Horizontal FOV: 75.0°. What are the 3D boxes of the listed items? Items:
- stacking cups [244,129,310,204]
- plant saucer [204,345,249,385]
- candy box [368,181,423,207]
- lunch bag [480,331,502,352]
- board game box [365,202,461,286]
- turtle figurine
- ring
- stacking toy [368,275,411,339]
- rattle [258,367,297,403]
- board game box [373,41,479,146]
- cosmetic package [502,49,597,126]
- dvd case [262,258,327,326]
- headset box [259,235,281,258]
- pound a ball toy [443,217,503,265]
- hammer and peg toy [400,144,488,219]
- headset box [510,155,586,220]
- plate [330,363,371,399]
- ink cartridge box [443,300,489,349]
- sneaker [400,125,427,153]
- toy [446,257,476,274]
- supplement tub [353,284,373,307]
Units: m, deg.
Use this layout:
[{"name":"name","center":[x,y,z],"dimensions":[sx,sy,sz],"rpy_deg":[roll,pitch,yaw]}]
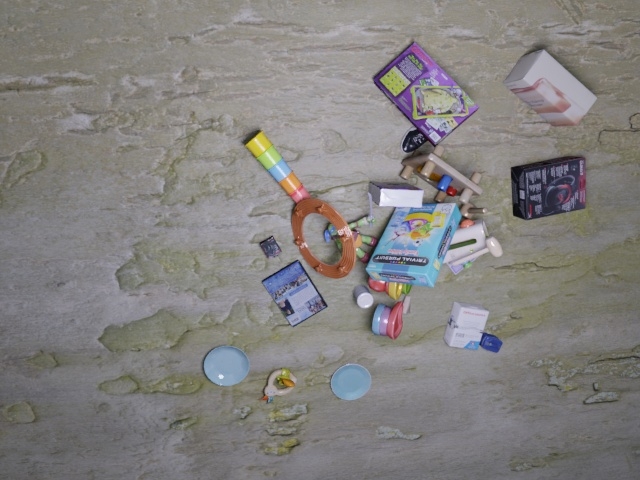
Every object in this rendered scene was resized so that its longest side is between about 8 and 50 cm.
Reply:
[{"name":"stacking cups","center":[-0.151,-0.274,1.609],"dimensions":[0.096,0.096,0.316],"rpy_deg":[-41,107,5]},{"name":"plant saucer","center":[-0.406,0.539,1.819],"dimensions":[0.194,0.037,0.195],"rpy_deg":[-1,105,-5]},{"name":"candy box","center":[0.289,-0.180,1.626],"dimensions":[0.164,0.196,0.070],"rpy_deg":[1,105,-6]},{"name":"lunch bag","center":[0.788,0.475,1.923],"dimensions":[0.098,0.065,0.067],"rpy_deg":[17,102,-10]},{"name":"board game box","center":[0.353,0.006,1.574],"dimensions":[0.079,0.253,0.336],"rpy_deg":[52,55,-35]},{"name":"turtle figurine","center":[0.173,0.008,1.646],"dimensions":[0.266,0.198,0.274],"rpy_deg":[33,134,-28]},{"name":"ring","center":[0.000,0.000,1.597],"dimensions":[0.032,0.336,0.337],"rpy_deg":[-30,110,-36]},{"name":"stacking toy","center":[0.287,0.232,1.742],"dimensions":[0.130,0.279,0.309],"rpy_deg":[10,110,25]},{"name":"rattle","center":[-0.189,0.673,1.830],"dimensions":[0.199,0.143,0.130],"rpy_deg":[-42,124,-1]},{"name":"board game box","center":[0.387,-0.542,1.549],"dimensions":[0.208,0.056,0.347],"rpy_deg":[-41,79,9]},{"name":"cosmetic package","center":[0.884,-0.581,1.615],"dimensions":[0.296,0.153,0.129],"rpy_deg":[33,98,-12]},{"name":"dvd case","center":[-0.106,0.227,1.780],"dimensions":[0.180,0.022,0.253],"rpy_deg":[-31,106,1]},{"name":"headset box","center":[-0.202,0.032,1.712],"dimensions":[0.062,0.032,0.083],"rpy_deg":[-29,104,1]},{"name":"pound a ball toy","center":[0.532,0.005,1.634],"dimensions":[0.319,0.208,0.136],"rpy_deg":[-18,102,28]},{"name":"hammer and peg toy","center":[0.506,-0.220,1.607],"dimensions":[0.361,0.266,0.127],"rpy_deg":[31,88,-12]},{"name":"headset box","center":[0.963,-0.222,1.737],"dimensions":[0.293,0.110,0.218],"rpy_deg":[-12,106,-3]},{"name":"plate","center":[0.140,0.646,1.916],"dimensions":[0.188,0.024,0.188],"rpy_deg":[-1,104,-6]},{"name":"ink cartridge box","center":[0.654,0.382,1.875],"dimensions":[0.139,0.082,0.191],"rpy_deg":[10,102,-9]},{"name":"sneaker","center":[0.409,-0.423,1.616],"dimensions":[0.217,0.121,0.079],"rpy_deg":[-42,104,5]},{"name":"toy","center":[0.575,0.024,1.786],"dimensions":[0.137,0.056,0.237],"rpy_deg":[-39,105,3]},{"name":"supplement tub","center":[0.180,0.237,1.770],"dimensions":[0.071,0.107,0.071],"rpy_deg":[-2,105,-6]}]
